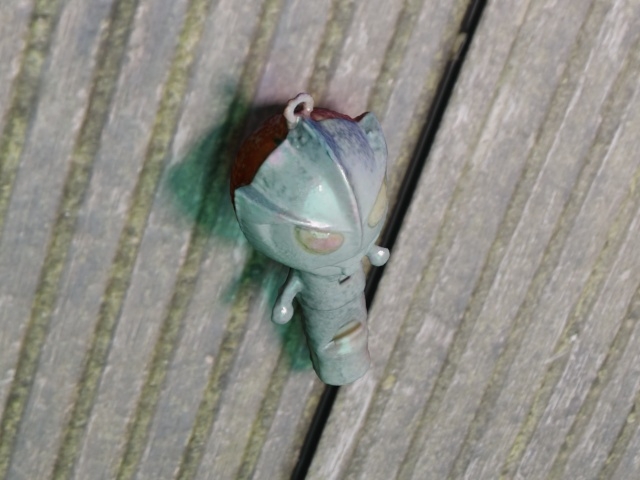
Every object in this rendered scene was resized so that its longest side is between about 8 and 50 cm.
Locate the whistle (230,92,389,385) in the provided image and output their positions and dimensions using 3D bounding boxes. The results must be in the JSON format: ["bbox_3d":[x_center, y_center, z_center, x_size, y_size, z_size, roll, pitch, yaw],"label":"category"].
[{"bbox_3d":[0.000,-0.001,1.521,0.142,0.133,0.346,-53,150,-33],"label":"whistle"}]
